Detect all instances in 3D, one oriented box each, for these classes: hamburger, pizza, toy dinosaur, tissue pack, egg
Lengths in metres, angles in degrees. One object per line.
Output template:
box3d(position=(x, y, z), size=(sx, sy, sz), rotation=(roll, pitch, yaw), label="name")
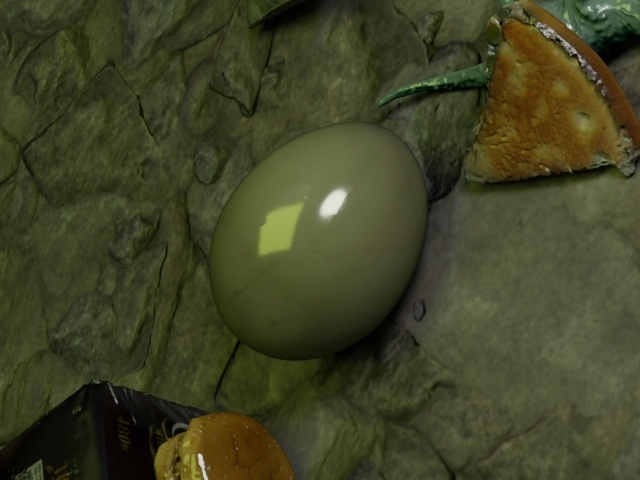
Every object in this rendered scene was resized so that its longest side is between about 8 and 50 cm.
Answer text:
box3d(position=(-0.087, 0.236, 1.536), size=(0.083, 0.138, 0.147), rotation=(-29, 71, 32), label="hamburger")
box3d(position=(0.191, -0.109, 1.424), size=(0.185, 0.052, 0.195), rotation=(54, 139, 6), label="pizza")
box3d(position=(0.189, -0.210, 1.459), size=(0.383, 0.076, 0.129), rotation=(-6, 91, 54), label="toy dinosaur")
box3d(position=(-0.198, 0.343, 1.567), size=(0.210, 0.198, 0.370), rotation=(-39, 49, 34), label="tissue pack")
box3d(position=(0.000, 0.000, 1.498), size=(0.242, 0.186, 0.186), rotation=(-52, 44, 11), label="egg")

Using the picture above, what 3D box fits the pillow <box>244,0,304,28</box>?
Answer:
box3d(position=(-0.021, -0.391, 1.742), size=(0.185, 0.075, 0.302), rotation=(161, 119, -64), label="pillow")
